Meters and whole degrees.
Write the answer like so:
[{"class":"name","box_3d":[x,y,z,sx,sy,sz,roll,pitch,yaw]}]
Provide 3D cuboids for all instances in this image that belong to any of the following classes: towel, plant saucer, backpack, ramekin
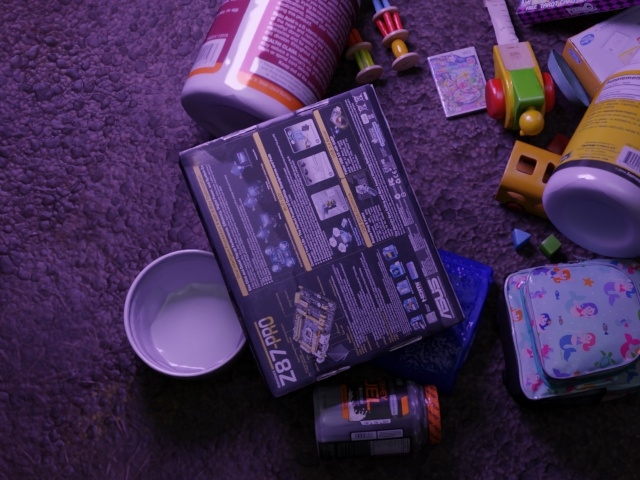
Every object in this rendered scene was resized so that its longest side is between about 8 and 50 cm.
[{"class":"towel","box_3d":[0.108,0.094,1.696,0.308,0.076,0.228,19,72,8]},{"class":"plant saucer","box_3d":[0.422,-0.273,1.800,0.021,0.119,0.119,-32,71,23]},{"class":"backpack","box_3d":[0.415,0.137,1.622,0.253,0.191,0.225,-4,70,-5]},{"class":"ramekin","box_3d":[-0.203,0.128,1.678,0.207,0.109,0.207,-1,71,1]}]

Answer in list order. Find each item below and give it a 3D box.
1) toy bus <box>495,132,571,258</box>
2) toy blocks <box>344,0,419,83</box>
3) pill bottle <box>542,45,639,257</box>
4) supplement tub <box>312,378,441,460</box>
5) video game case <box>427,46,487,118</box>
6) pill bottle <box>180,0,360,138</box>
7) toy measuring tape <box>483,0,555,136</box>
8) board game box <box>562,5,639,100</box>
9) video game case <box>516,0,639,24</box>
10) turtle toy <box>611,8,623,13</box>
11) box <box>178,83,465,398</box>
[{"class":"toy bus","box_3d":[0.392,-0.089,1.734,0.202,0.104,0.191,-24,73,-6]},{"class":"toy blocks","box_3d":[0.093,-0.364,1.862,0.123,0.054,0.148,-19,72,-5]},{"class":"pill bottle","box_3d":[0.494,-0.152,1.631,0.188,0.188,0.334,29,65,11]},{"class":"supplement tub","box_3d":[0.086,0.274,1.615,0.190,0.117,0.117,-5,71,0]},{"class":"video game case","box_3d":[0.247,-0.279,1.852,0.087,0.011,0.122,-14,71,-3]},{"class":"pill bottle","box_3d":[-0.064,-0.360,1.777,0.224,0.224,0.392,19,73,8]},{"class":"toy measuring tape","box_3d":[0.331,-0.291,1.825,0.121,0.121,0.330,-8,49,-1]},{"class":"board game box","box_3d":[0.605,-0.263,1.807,0.242,0.064,0.316,-27,73,-7]},{"class":"video game case","box_3d":[0.471,-0.486,1.829,0.232,0.042,0.210,-1,62,39]},{"class":"turtle toy","box_3d":[0.553,-0.466,1.856,0.066,0.095,0.130,14,71,28]},{"class":"box","box_3d":[0.000,0.000,1.594,0.318,0.097,0.395,-22,88,-11]}]
